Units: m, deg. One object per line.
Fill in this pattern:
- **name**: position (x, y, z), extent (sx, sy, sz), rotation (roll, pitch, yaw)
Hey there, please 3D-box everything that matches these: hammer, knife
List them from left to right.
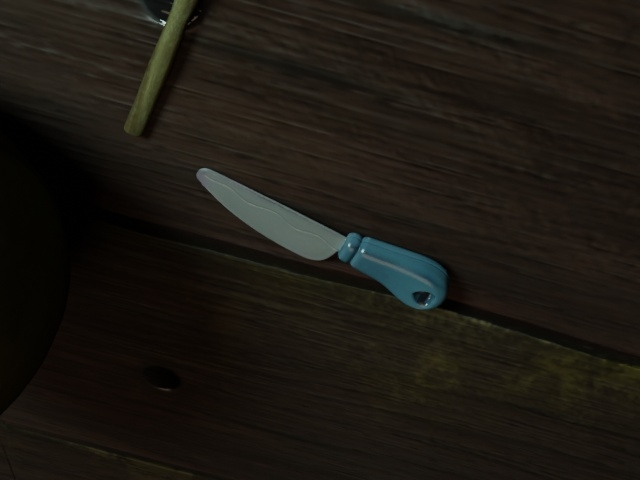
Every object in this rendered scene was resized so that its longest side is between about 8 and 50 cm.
- **hammer**: position (-0.115, -0.141, 0.471), extent (0.062, 0.017, 0.182), rotation (29, 134, -13)
- **knife**: position (0.000, 0.001, 0.574), extent (0.244, 0.032, 0.058), rotation (23, 143, -2)

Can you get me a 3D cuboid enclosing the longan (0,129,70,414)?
- **longan**: position (-0.370, 0.021, 0.483), extent (0.360, 0.361, 0.361), rotation (7, 134, 7)
